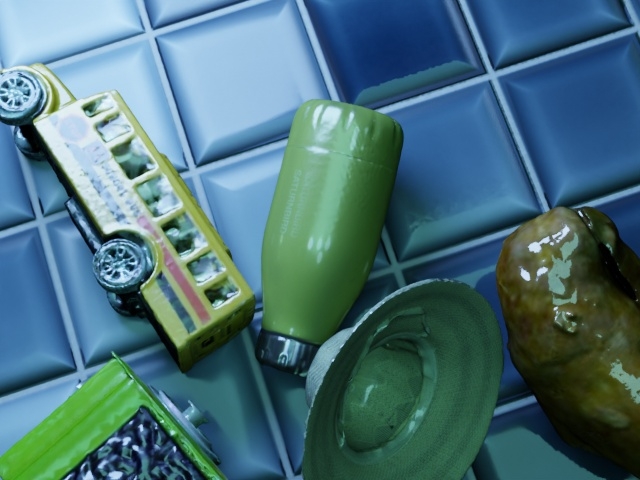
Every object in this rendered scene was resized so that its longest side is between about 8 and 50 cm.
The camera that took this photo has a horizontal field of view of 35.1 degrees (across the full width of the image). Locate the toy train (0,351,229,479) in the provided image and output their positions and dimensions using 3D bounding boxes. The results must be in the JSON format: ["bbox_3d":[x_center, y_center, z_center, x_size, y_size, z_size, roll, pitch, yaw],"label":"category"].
[{"bbox_3d":[-0.133,0.245,0.859,0.173,0.249,0.307,-41,78,-10],"label":"toy train"}]

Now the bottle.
[{"bbox_3d":[0.000,0.000,0.982,0.112,0.112,0.260,15,88,5],"label":"bottle"}]

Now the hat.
[{"bbox_3d":[0.049,0.138,0.934,0.110,0.252,0.252,25,75,45],"label":"hat"}]

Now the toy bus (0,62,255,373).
[{"bbox_3d":[-0.195,-0.036,0.997,0.123,0.121,0.335,-31,76,-12],"label":"toy bus"}]

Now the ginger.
[{"bbox_3d":[0.282,0.115,0.931,0.321,0.172,0.165,45,44,6],"label":"ginger"}]
